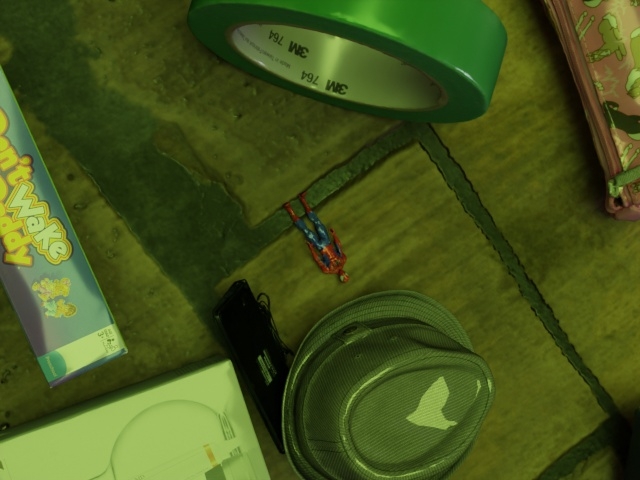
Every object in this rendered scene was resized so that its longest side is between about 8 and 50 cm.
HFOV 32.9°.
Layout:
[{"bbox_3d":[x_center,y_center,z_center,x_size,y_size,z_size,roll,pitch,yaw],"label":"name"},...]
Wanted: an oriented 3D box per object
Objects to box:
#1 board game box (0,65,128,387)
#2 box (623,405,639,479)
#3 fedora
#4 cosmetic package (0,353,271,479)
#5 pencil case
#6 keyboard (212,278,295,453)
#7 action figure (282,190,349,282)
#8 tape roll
[{"bbox_3d":[-0.302,-0.037,1.069,0.078,0.233,0.347,-24,94,-13],"label":"board game box"},{"bbox_3d":[0.589,0.319,1.220,0.396,0.293,0.212,-6,118,-14],"label":"box"},{"bbox_3d":[0.095,0.179,1.193,0.275,0.124,0.243,-15,93,-24],"label":"fedora"},{"bbox_3d":[-0.175,0.346,1.159,0.284,0.097,0.377,-19,93,-11],"label":"cosmetic package"},{"bbox_3d":[0.362,-0.220,1.286,0.160,0.167,0.386,-18,93,21],"label":"pencil case"},{"bbox_3d":[-0.070,0.137,1.205,0.100,0.038,0.192,-51,124,-51],"label":"keyboard"},{"bbox_3d":[0.000,0.000,1.251,0.038,0.030,0.115,-35,98,-18],"label":"action figure"},{"bbox_3d":[0.027,-0.210,1.113,0.321,0.321,0.077,19,83,-13],"label":"tape roll"}]
